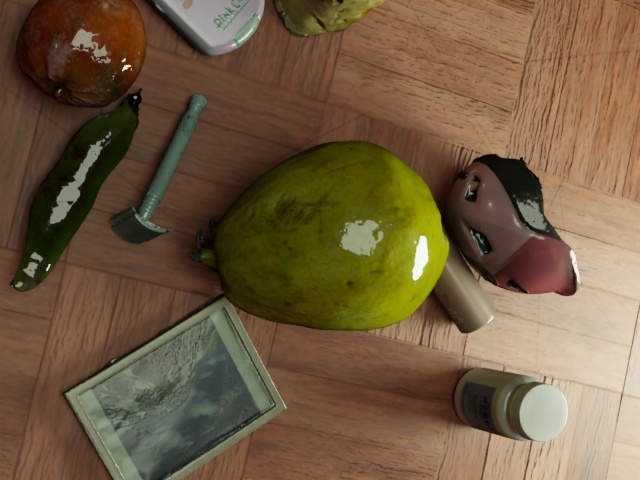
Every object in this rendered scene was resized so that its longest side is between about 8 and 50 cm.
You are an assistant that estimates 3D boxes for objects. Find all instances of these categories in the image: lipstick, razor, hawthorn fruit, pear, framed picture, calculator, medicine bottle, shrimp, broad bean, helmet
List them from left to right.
[{"bbox_3d":[-0.339,-0.081,1.597,0.077,0.061,0.339,38,76,-31],"label":"broad bean"},{"bbox_3d":[-0.319,-0.267,1.551,0.172,0.173,0.173,0,90,-24],"label":"hawthorn fruit"},{"bbox_3d":[-0.215,-0.108,1.647,0.068,0.106,0.232,31,69,-21],"label":"razor"},{"bbox_3d":[-0.207,0.234,1.679,0.281,0.019,0.209,-33,103,-20],"label":"framed picture"},{"bbox_3d":[-0.192,-0.381,1.672,0.246,0.045,0.141,45,73,-17],"label":"calculator"},{"bbox_3d":[-0.159,0.016,1.697,0.038,0.029,0.092,-16,91,-15],"label":"shrimp"},{"bbox_3d":[0.000,0.000,1.638,0.375,0.287,0.287,-8,93,-7],"label":"pear"},{"bbox_3d":[0.185,0.028,1.824,0.070,0.070,0.254,-39,105,-19],"label":"lipstick"},{"bbox_3d":[0.286,-0.011,1.808,0.154,0.198,0.253,-19,106,-12],"label":"helmet"},{"bbox_3d":[0.298,0.259,1.810,0.102,0.186,0.103,0,91,-24],"label":"medicine bottle"}]

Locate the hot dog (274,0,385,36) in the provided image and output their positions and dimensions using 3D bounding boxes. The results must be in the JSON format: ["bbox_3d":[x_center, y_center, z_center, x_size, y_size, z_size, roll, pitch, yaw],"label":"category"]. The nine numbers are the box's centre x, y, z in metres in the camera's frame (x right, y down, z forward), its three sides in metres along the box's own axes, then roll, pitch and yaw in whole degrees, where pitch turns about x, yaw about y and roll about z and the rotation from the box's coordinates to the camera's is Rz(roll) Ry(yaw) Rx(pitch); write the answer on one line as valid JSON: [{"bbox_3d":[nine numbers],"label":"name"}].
[{"bbox_3d":[0.113,-0.479,1.632,0.196,0.365,0.367,42,74,-16],"label":"hot dog"}]
